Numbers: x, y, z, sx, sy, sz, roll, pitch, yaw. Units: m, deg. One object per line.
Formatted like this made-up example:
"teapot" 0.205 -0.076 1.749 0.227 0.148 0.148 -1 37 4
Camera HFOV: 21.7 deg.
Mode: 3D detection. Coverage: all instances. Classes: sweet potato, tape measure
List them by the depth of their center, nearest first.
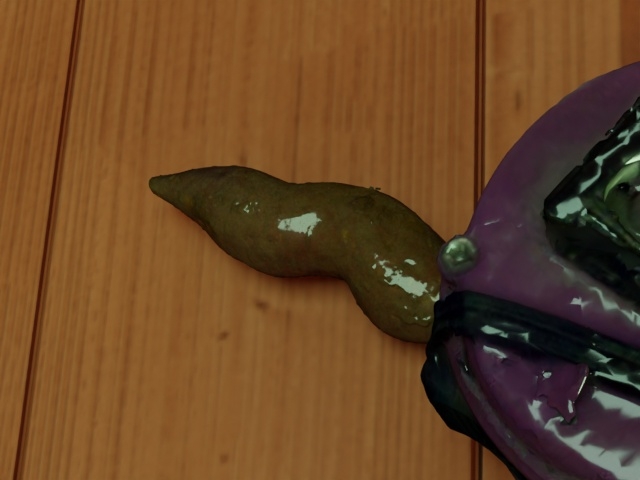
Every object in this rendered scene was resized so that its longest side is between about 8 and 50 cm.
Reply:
"tape measure" 0.177 0.040 0.720 0.245 0.149 0.231 36 82 30
"sweet potato" 0.002 -0.003 0.863 0.218 0.051 0.065 24 77 28
